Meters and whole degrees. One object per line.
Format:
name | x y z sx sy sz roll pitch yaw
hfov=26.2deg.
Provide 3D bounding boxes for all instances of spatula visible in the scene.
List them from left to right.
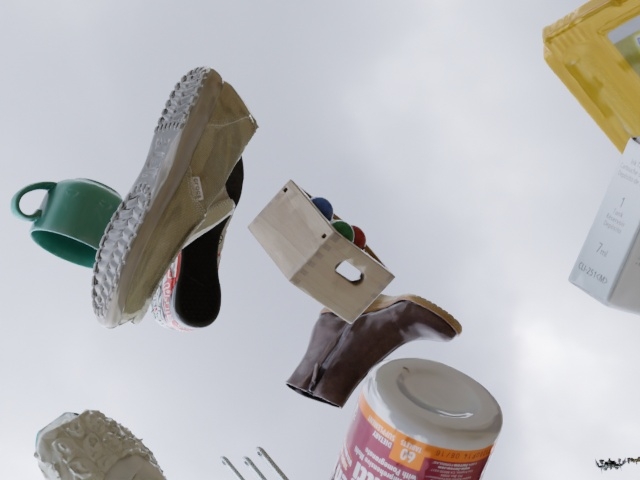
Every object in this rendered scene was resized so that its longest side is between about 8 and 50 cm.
spatula | -0.045 0.393 1.964 0.242 0.168 0.019 50 -120 -9

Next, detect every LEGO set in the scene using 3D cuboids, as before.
LEGO set | 0.450 0.343 2.098 0.054 0.083 0.023 -2 -98 -18

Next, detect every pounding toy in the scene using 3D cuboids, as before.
pounding toy | 0.003 0.001 1.723 0.181 0.094 0.206 36 -170 -42

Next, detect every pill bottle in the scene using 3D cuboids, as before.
pill bottle | 0.065 0.219 1.170 0.121 0.221 0.121 15 -157 -7

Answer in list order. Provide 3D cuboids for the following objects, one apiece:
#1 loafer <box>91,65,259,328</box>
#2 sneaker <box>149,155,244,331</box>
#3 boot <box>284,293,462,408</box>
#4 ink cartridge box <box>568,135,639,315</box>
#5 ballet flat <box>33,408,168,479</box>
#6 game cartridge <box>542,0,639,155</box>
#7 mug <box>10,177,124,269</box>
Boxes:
loafer | -0.134 -0.032 1.319 0.092 0.102 0.268 25 -92 -25
sneaker | -0.180 -0.006 1.911 0.090 0.145 0.270 11 -101 -22
boot | 0.084 0.181 2.173 0.207 0.248 0.090 -60 -40 -21
ink cartridge box | 0.358 -0.037 1.100 0.275 0.239 0.060 15 -167 -31
ballet flat | -0.211 0.371 1.787 0.409 0.147 0.147 60 -150 -33
game cartridge | 0.508 -0.262 1.925 0.285 0.323 0.053 43 -148 -30
mug | -0.334 -0.034 1.909 0.158 0.129 0.097 48 -124 -53
